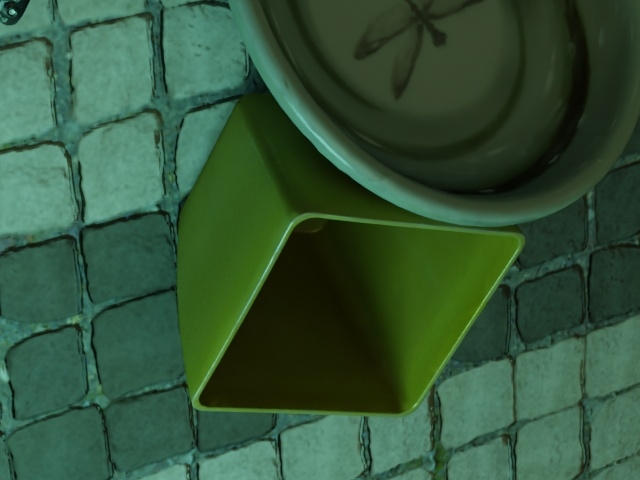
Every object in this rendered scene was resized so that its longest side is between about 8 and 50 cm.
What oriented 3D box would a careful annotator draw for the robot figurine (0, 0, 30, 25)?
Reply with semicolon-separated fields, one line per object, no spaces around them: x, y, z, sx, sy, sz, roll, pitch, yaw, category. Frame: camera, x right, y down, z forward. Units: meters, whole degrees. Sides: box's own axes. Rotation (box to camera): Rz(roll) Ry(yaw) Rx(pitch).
-0.304;-0.245;1.306;0.211;0.085;0.291;-13;134;-3;robot figurine

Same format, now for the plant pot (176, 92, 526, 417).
0.000;0.000;1.551;0.212;0.187;0.212;6;131;-31;plant pot

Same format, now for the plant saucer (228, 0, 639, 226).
0.076;-0.193;1.515;0.400;0.100;0.400;12;68;-30;plant saucer
